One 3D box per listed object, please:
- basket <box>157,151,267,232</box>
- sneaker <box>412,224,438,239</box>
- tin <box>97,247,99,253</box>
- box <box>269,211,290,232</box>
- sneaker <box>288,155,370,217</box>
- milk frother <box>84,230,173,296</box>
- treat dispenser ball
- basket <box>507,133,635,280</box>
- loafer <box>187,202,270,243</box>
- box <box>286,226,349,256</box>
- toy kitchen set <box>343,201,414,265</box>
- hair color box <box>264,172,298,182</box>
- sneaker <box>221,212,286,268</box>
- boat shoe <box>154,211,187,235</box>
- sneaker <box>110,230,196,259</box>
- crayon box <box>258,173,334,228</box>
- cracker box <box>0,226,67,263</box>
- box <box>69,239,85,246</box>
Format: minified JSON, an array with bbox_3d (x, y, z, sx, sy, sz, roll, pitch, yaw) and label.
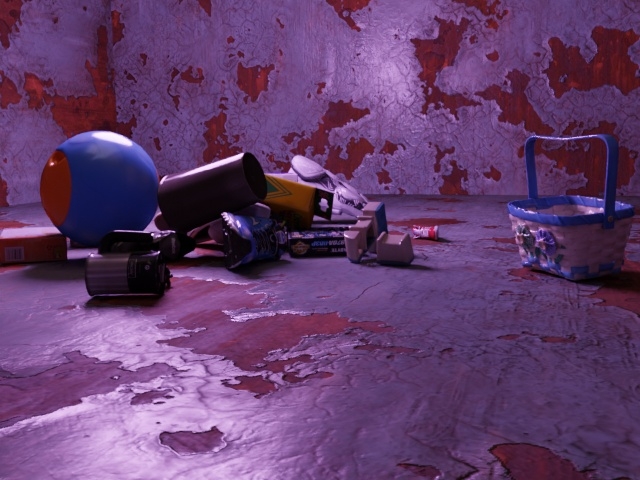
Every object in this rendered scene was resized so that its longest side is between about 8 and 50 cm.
[{"bbox_3d":[-0.262,-0.127,1.788,0.226,0.154,0.204,-17,10,20],"label":"basket"},{"bbox_3d":[0.301,-0.023,2.046,0.067,0.042,0.118,3,0,-2],"label":"sneaker"},{"bbox_3d":[-0.505,0.018,1.869,0.189,0.040,0.106,5,14,34],"label":"tin"},{"bbox_3d":[-0.135,-0.027,1.908,0.062,0.083,0.052,40,-13,-27],"label":"box"},{"bbox_3d":[0.013,-0.123,2.517,0.365,0.210,0.137,35,15,7],"label":"sneaker"},{"bbox_3d":[-0.362,0.062,1.371,0.134,0.129,0.143,0,-35,0],"label":"milk frother"},{"bbox_3d":[-0.543,-0.126,1.770,0.288,0.288,0.288,-1,8,0],"label":"treat dispenser ball"},{"bbox_3d":[0.511,-0.072,1.458,0.201,0.289,0.254,-4,8,-19],"label":"basket"},{"bbox_3d":[-0.255,-0.045,1.940,0.112,0.112,0.319,19,-18,-40],"label":"loafer"},{"bbox_3d":[0.000,0.000,1.875,0.175,0.051,0.220,-2,8,-5],"label":"box"},{"bbox_3d":[0.166,0.005,1.722,0.166,0.122,0.207,3,29,25],"label":"toy kitchen set"},{"bbox_3d":[-0.248,-0.130,2.374,0.338,0.185,0.110,-2,8,-15],"label":"hair color box"},{"bbox_3d":[-0.157,-0.011,1.694,0.147,0.130,0.330,-4,8,-2],"label":"sneaker"},{"bbox_3d":[-0.388,-0.074,2.239,0.257,0.095,0.095,-3,24,2],"label":"boat shoe"},{"bbox_3d":[-0.395,0.013,1.726,0.106,0.078,0.234,2,6,35],"label":"sneaker"},{"bbox_3d":[-0.126,-0.104,1.983,0.318,0.081,0.202,15,-20,5],"label":"crayon box"},{"bbox_3d":[-0.740,0.009,1.841,0.155,0.067,0.232,-3,9,-20],"label":"cracker box"},{"bbox_3d":[-0.635,-0.077,2.087,0.168,0.167,0.203,-1,8,-7],"label":"box"}]
